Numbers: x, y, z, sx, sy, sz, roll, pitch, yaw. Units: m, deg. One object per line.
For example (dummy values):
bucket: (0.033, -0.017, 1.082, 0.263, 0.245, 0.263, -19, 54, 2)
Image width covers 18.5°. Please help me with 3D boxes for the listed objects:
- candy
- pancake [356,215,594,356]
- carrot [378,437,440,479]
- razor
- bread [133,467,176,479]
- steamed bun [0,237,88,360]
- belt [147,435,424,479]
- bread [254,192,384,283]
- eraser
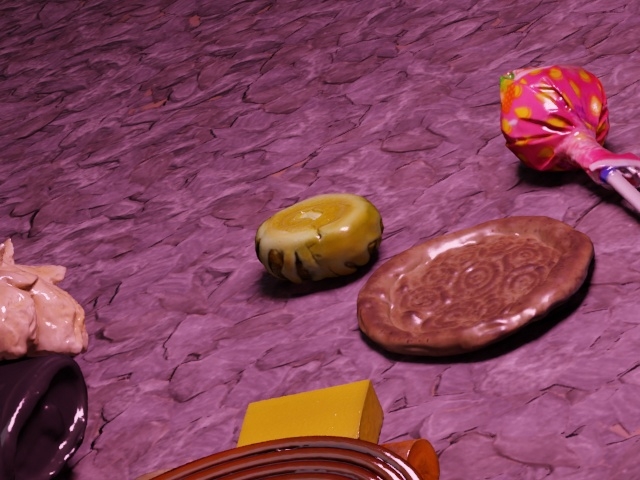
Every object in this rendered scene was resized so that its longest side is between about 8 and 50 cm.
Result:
candy: (0.290, -0.076, 2.017, 0.124, 0.124, 0.365, -25, 33, -8)
pancake: (0.155, 0.041, 1.940, 0.250, 0.031, 0.250, -18, 23, 8)
carrot: (-0.004, 0.205, 1.686, 0.210, 0.061, 0.061, -6, 28, 28)
razor: (-0.390, 0.206, 1.931, 0.349, 0.113, 0.204, -8, 31, 30)
bread: (-0.159, 0.274, 1.674, 0.286, 0.056, 0.207, -1, 32, 32)
steamed bun: (-0.397, 0.072, 2.066, 0.295, 0.137, 0.292, -6, -1, 26)
belt: (-0.069, 0.278, 1.471, 0.339, 0.122, 0.217, -21, 41, -7)
bread: (0.000, 0.000, 2.101, 0.139, 0.071, 0.130, -20, 27, -2)
eraser: (-0.010, 0.177, 1.772, 0.122, 0.045, 0.097, -13, 26, 14)
